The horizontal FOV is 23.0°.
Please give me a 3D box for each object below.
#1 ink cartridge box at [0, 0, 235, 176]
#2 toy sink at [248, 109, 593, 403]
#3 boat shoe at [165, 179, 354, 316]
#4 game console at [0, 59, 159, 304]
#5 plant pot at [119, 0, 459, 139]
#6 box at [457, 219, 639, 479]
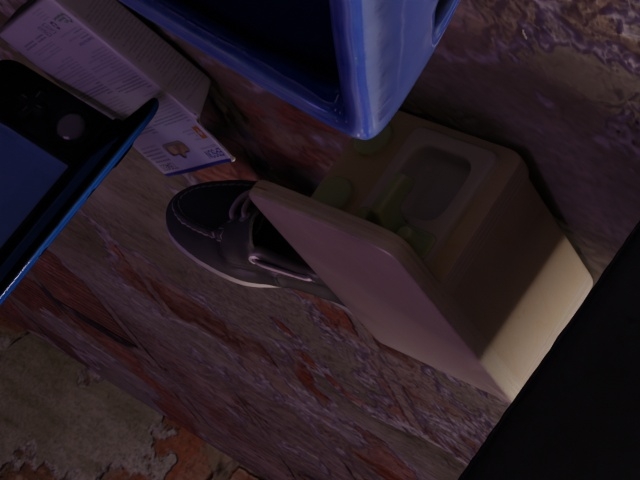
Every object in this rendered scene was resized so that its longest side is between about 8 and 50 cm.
[{"bbox_3d":[-0.185,-0.153,1.479,0.224,0.045,0.223,42,164,-17],"label":"ink cartridge box"},{"bbox_3d":[0.082,-0.006,1.182,0.153,0.131,0.234,22,162,41],"label":"toy sink"},{"bbox_3d":[0.000,0.000,1.430,0.335,0.112,0.095,23,141,24],"label":"boat shoe"},{"bbox_3d":[-0.309,-0.042,1.435,0.250,0.293,0.173,32,163,19],"label":"game console"},{"bbox_3d":[-0.017,-0.220,0.674,0.236,0.212,0.236,32,162,18],"label":"plant pot"},{"bbox_3d":[0.232,0.212,0.986,0.293,0.395,0.212,34,164,15],"label":"box"}]
